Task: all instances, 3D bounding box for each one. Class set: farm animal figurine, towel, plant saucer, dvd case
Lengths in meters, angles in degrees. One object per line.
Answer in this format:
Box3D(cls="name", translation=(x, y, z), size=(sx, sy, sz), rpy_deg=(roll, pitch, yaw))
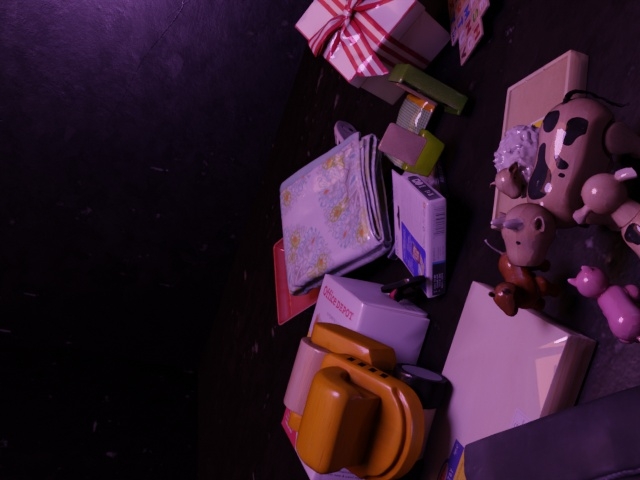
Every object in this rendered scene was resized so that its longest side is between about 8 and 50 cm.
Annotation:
Box3D(cls="farm animal figurine", translation=(0.316, -0.038, 0.798), size=(0.330, 0.172, 0.326), rpy_deg=(-19, 58, 60))
Box3D(cls="towel", translation=(0.024, -0.064, 1.634), size=(0.374, 0.090, 0.320), rpy_deg=(-30, 54, 45))
Box3D(cls="plant saucer", translation=(-0.043, 0.080, 1.805), size=(0.259, 0.048, 0.258), rpy_deg=(-38, 50, 47))
Box3D(cls="dvd case", translation=(0.211, -0.094, 1.476), size=(0.238, 0.030, 0.179), rpy_deg=(124, 154, -45))

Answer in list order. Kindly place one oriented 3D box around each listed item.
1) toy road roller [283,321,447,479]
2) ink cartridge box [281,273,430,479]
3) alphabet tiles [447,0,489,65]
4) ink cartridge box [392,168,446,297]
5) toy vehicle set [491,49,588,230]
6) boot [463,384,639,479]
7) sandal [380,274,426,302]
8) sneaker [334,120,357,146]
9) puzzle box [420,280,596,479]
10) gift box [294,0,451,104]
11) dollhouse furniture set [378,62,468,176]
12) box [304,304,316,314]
Box3D(cls="toy road roller", translation=(0.033, 0.276, 1.094), size=(0.330, 0.241, 0.202), rpy_deg=(19, 95, 43))
Box3D(cls="ink cartridge box", translation=(0.064, 0.292, 1.409), size=(0.279, 0.160, 0.384), rpy_deg=(-148, 73, -71))
Box3D(cls="alphabet tiles", translation=(0.319, -0.515, 1.404), size=(0.198, 0.009, 0.237), rpy_deg=(117, 154, -70))
Box3D(cls="ink cartridge box", translation=(0.199, -0.023, 1.308), size=(0.208, 0.045, 0.206), rpy_deg=(-119, 21, -62))
Box3D(cls="toy vehicle set", translation=(0.357, -0.156, 1.057), size=(0.166, 0.035, 0.266), rpy_deg=(157, 125, -69))
Box3D(cls="boot", translation=(0.312, 0.302, 0.566), size=(0.445, 0.146, 0.367), rpy_deg=(-42, 32, 47))
Box3D(cls="sandal", translation=(0.167, 0.101, 1.299), size=(0.179, 0.067, 0.040), rpy_deg=(131, 126, -78))
Box3D(cls="sneaker", translation=(0.064, -0.273, 1.990), size=(0.217, 0.079, 0.121), rpy_deg=(-100, 31, -50))
Box3D(cls="puzzle box", translation=(0.256, 0.291, 0.998), size=(0.272, 0.052, 0.408), rpy_deg=(-139, 65, -70))
Box3D(cls="gift box", translation=(0.135, -0.485, 1.480), size=(0.276, 0.258, 0.255), rpy_deg=(47, 110, 28))
Box3D(cls="dollhouse furniture set", translation=(0.176, -0.275, 1.447), size=(0.197, 0.151, 0.301), rpy_deg=(-64, 14, 11))
Box3D(cls="box", translation=(0.000, 0.000, 1.951), size=(0.318, 0.097, 0.394), rpy_deg=(-146, 71, -73))
